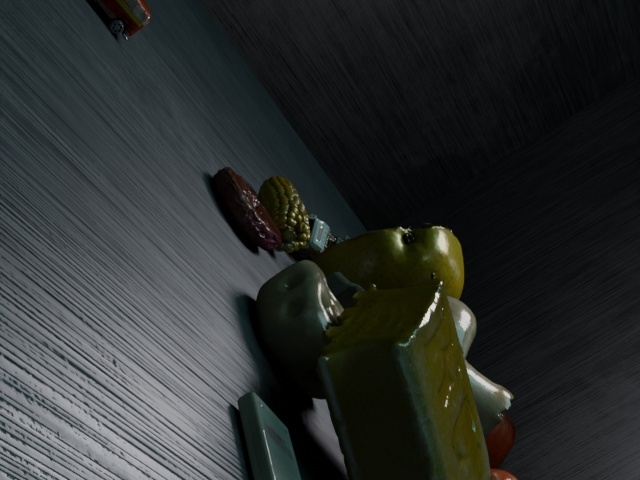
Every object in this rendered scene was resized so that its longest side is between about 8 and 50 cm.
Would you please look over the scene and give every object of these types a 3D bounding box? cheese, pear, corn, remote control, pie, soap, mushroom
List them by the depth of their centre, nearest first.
[{"bbox_3d":[-0.049,0.256,1.054,0.087,0.029,0.190,53,8,-35],"label":"remote control"},{"bbox_3d":[0.123,0.247,1.341,0.293,0.156,0.335,-40,116,-71],"label":"soap"},{"bbox_3d":[-0.011,0.146,1.471,0.218,0.117,0.235,60,9,-10],"label":"cheese"},{"bbox_3d":[-0.137,-0.056,1.757,0.182,0.049,0.182,53,4,-5],"label":"pie"},{"bbox_3d":[0.240,0.262,1.884,0.290,0.298,0.297,24,4,6],"label":"mushroom"},{"bbox_3d":[-0.085,-0.068,2.003,0.102,0.102,0.313,55,4,-24],"label":"corn"},{"bbox_3d":[0.152,0.119,2.099,0.386,0.340,0.191,113,-27,-66],"label":"pear"}]

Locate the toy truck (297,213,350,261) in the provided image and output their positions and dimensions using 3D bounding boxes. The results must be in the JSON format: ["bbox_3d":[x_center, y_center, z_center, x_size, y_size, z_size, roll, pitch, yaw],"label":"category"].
[{"bbox_3d":[0.000,0.001,2.137,0.177,0.115,0.080,39,63,-63],"label":"toy truck"}]

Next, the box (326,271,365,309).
[{"bbox_3d":[0.051,0.172,1.715,0.210,0.148,0.129,54,-4,-30],"label":"box"}]

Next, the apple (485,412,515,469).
[{"bbox_3d":[0.326,0.439,2.198,0.234,0.234,0.234,57,7,-10],"label":"apple"}]

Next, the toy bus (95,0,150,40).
[{"bbox_3d":[-0.370,-0.441,1.669,0.174,0.077,0.079,54,7,-35],"label":"toy bus"}]

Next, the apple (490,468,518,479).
[{"bbox_3d":[0.371,0.594,2.043,0.199,0.199,0.199,57,7,-10],"label":"apple"}]
